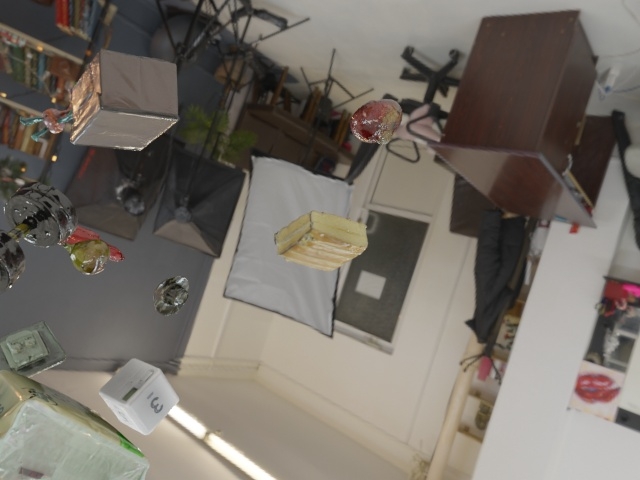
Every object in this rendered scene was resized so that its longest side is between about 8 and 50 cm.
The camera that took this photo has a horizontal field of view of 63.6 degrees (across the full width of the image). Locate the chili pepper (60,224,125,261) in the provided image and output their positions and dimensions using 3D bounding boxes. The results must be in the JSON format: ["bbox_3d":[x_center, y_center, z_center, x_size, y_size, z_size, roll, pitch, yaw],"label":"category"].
[{"bbox_3d":[-1.015,0.003,2.224,0.388,0.110,0.110,31,171,-38],"label":"chili pepper"}]

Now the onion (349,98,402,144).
[{"bbox_3d":[0.187,-0.374,1.685,0.184,0.146,0.184,-15,163,-5],"label":"onion"}]

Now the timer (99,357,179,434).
[{"bbox_3d":[-0.721,0.620,2.062,0.195,0.192,0.194,10,132,34],"label":"timer"}]

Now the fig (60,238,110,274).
[{"bbox_3d":[-0.507,0.029,1.114,0.098,0.081,0.084,27,174,-14],"label":"fig"}]

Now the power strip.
[{"bbox_3d":[-0.985,0.358,1.714,0.198,0.064,0.213,-26,-130,-35],"label":"power strip"}]

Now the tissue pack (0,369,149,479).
[{"bbox_3d":[-0.642,0.487,1.231,0.332,0.205,0.405,42,153,-30],"label":"tissue pack"}]

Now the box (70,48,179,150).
[{"bbox_3d":[-0.477,-0.329,1.245,0.189,0.153,0.252,0,170,-37],"label":"box"}]

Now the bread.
[{"bbox_3d":[0.000,0.000,1.735,0.246,0.110,0.239,15,149,-29],"label":"bread"}]

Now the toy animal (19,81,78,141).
[{"bbox_3d":[-0.737,-0.362,1.464,0.103,0.208,0.100,45,164,43],"label":"toy animal"}]

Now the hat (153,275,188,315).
[{"bbox_3d":[-0.399,0.155,1.421,0.051,0.121,0.121,15,176,39],"label":"hat"}]

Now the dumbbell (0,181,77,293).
[{"bbox_3d":[-0.790,-0.012,1.332,0.185,0.185,0.388,19,-144,2],"label":"dumbbell"}]
